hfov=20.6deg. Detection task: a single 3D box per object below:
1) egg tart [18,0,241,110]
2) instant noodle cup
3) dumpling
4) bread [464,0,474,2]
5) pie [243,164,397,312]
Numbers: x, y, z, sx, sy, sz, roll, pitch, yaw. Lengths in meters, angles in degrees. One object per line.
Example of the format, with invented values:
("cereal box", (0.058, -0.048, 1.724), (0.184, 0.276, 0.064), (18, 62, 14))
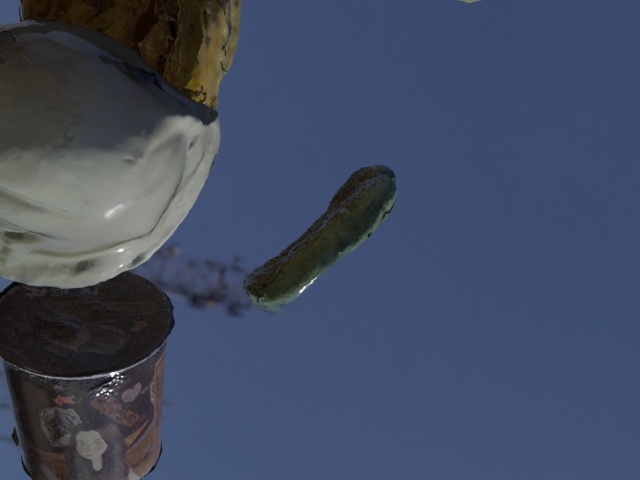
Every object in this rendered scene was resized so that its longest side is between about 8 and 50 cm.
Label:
("egg tart", (-0.149, -0.205, 1.528), (0.290, 0.115, 0.290), (12, -74, 47))
("instant noodle cup", (-0.276, 0.170, 2.072), (0.217, 0.217, 0.207), (-115, -159, -53))
("dumpling", (-0.224, -0.066, 1.367), (0.227, 0.243, 0.175), (-61, 177, 32))
("bread", (0.051, -0.341, 1.401), (0.367, 0.077, 0.084), (61, -34, 19))
("pie", (0.000, 0.000, 2.072), (0.240, 0.054, 0.240), (-42, -174, 6))
